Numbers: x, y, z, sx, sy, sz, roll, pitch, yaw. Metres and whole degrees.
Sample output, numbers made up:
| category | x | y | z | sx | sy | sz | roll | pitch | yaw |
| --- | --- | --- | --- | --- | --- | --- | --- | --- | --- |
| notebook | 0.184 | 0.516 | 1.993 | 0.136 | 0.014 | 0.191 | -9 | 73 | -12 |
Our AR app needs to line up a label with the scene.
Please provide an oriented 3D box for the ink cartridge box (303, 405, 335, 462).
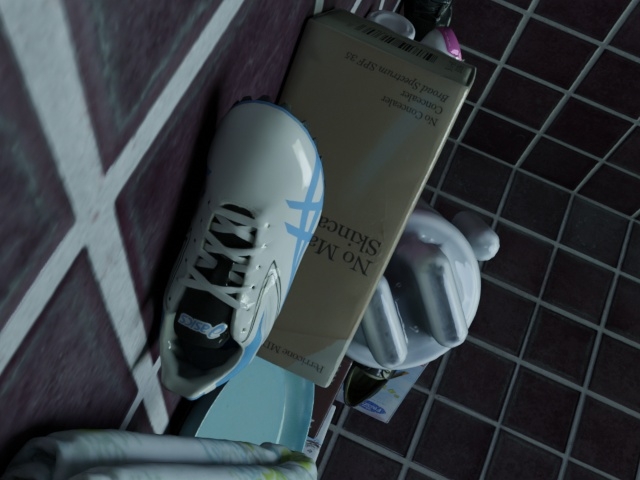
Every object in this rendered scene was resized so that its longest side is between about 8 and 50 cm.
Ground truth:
| category | x | y | z | sx | sy | sz | roll | pitch | yaw |
| --- | --- | --- | --- | --- | --- | --- | --- | --- | --- |
| ink cartridge box | -0.119 | 0.444 | 1.533 | 0.270 | 0.197 | 0.198 | -61 | 174 | -52 |

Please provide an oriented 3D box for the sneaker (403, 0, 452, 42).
| category | x | y | z | sx | sy | sz | roll | pitch | yaw |
| --- | --- | --- | --- | --- | --- | --- | --- | --- | --- |
| sneaker | 0.176 | -0.396 | 1.234 | 0.228 | 0.087 | 0.130 | 106 | 10 | -46 |

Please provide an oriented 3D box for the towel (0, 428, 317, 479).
| category | x | y | z | sx | sy | sz | roll | pitch | yaw |
| --- | --- | --- | --- | --- | --- | --- | --- | --- | --- |
| towel | -0.126 | 0.287 | 0.490 | 0.321 | 0.090 | 0.374 | -65 | 158 | -8 |

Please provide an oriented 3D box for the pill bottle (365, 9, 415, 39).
| category | x | y | z | sx | sy | sz | roll | pitch | yaw |
| --- | --- | --- | --- | --- | --- | --- | --- | --- | --- |
| pill bottle | 0.071 | -0.224 | 0.961 | 0.116 | 0.065 | 0.065 | 110 | 5 | -47 |

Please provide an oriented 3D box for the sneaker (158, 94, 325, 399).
| category | x | y | z | sx | sy | sz | roll | pitch | yaw |
| --- | --- | --- | --- | --- | --- | --- | --- | --- | --- |
| sneaker | -0.057 | 0.016 | 0.504 | 0.086 | 0.085 | 0.237 | -69 | 179 | -52 |

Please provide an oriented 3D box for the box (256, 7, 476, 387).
| category | x | y | z | sx | sy | sz | roll | pitch | yaw |
| --- | --- | --- | --- | --- | --- | --- | --- | --- | --- |
| box | 0.012 | -0.037 | 0.705 | 0.121 | 0.147 | 0.311 | -57 | 169 | -65 |

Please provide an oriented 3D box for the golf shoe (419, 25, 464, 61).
| category | x | y | z | sx | sy | sz | roll | pitch | yaw |
| --- | --- | --- | --- | --- | --- | --- | --- | --- | --- |
| golf shoe | 0.148 | -0.247 | 1.316 | 0.306 | 0.140 | 0.115 | 113 | -39 | -62 |

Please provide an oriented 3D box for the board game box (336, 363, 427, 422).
| category | x | y | z | sx | sy | sz | roll | pitch | yaw |
| --- | --- | --- | --- | --- | --- | --- | --- | --- | --- |
| board game box | 0.048 | 0.222 | 1.576 | 0.318 | 0.318 | 0.066 | 112 | 4 | -50 |

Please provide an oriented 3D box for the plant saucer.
| category | x | y | z | sx | sy | sz | roll | pitch | yaw |
| --- | --- | --- | --- | --- | --- | --- | --- | --- | --- |
| plant saucer | -0.104 | 0.270 | 0.951 | 0.317 | 0.043 | 0.318 | -42 | 141 | -49 |

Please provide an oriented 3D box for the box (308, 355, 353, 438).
| category | x | y | z | sx | sy | sz | roll | pitch | yaw |
| --- | --- | --- | --- | --- | --- | --- | --- | --- | --- |
| box | -0.031 | 0.168 | 1.230 | 0.203 | 0.168 | 0.167 | -61 | 175 | -61 |

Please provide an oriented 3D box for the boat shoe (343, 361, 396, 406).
| category | x | y | z | sx | sy | sz | roll | pitch | yaw |
| --- | --- | --- | --- | --- | --- | --- | --- | --- | --- |
| boat shoe | 0.094 | 0.197 | 1.239 | 0.073 | 0.080 | 0.224 | -70 | -175 | -47 |

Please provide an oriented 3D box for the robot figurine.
| category | x | y | z | sx | sy | sz | roll | pitch | yaw |
| --- | --- | --- | --- | --- | --- | --- | --- | --- | --- |
| robot figurine | 0.080 | 0.033 | 0.978 | 0.353 | 0.299 | 0.200 | -117 | -168 | -73 |
